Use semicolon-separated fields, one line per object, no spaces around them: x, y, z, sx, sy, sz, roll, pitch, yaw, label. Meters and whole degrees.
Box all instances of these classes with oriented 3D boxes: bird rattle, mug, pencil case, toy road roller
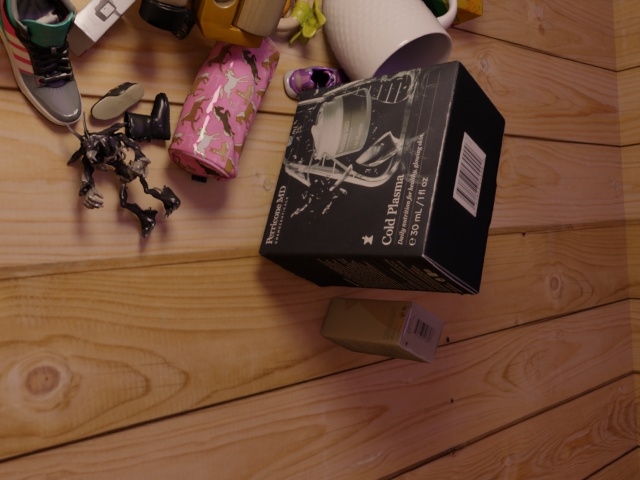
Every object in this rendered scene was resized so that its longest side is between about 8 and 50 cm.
-0.091;-0.646;1.612;0.207;0.143;0.253;-21;99;-22;bird rattle
0.197;-0.605;1.686;0.374;0.276;0.328;-31;71;-1;mug
-0.224;-0.329;1.464;0.167;0.160;0.386;60;44;-66;pencil case
-0.246;-0.582;1.331;0.330;0.202;0.240;3;42;-31;toy road roller

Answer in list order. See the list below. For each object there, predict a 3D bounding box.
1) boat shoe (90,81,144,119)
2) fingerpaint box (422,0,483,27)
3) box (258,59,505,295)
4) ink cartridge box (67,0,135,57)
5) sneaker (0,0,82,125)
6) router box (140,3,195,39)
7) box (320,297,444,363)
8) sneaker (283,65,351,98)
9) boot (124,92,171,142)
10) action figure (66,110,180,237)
-0.452;-0.307;1.350;0.133;0.042;0.049;-43;140;-31;boat shoe
0.341;-0.950;1.951;0.371;0.163;0.444;-1;89;-40;fingerpaint box
0.158;-0.136;1.532;0.297;0.472;0.479;30;66;-46;box
-0.471;-0.472;1.294;0.063;0.109;0.150;44;62;-26;ink cartridge box
-0.530;-0.378;1.197;0.124;0.178;0.295;-34;110;-35;sneaker
-0.348;-0.551;1.446;0.122;0.038;0.092;39;64;-31;router box
0.160;0.239;1.657;0.148;0.311;0.121;32;69;-35;box
0.017;-0.442;1.702;0.236;0.105;0.095;-14;96;-40;sneaker
-0.396;-0.280;1.395;0.099;0.045;0.121;-4;89;-34;boot
-0.422;-0.138;1.293;0.164;0.141;0.275;-34;124;9;action figure
